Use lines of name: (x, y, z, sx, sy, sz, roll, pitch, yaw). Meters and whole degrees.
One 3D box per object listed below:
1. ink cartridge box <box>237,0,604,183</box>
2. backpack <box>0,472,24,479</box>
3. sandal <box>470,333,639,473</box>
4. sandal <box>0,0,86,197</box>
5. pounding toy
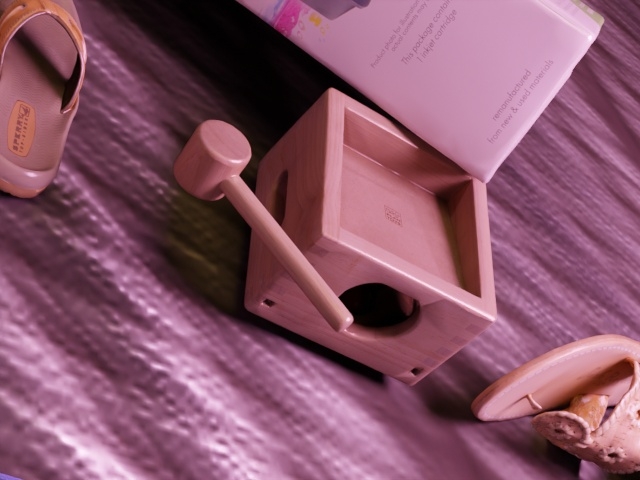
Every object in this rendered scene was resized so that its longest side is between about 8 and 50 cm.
ink cartridge box: (0.017, -0.204, 0.809, 0.353, 0.119, 0.207, 37, 20, 4)
backpack: (-0.125, 0.193, 0.341, 0.276, 0.213, 0.263, 33, 30, -12)
sandal: (0.203, 0.117, 0.792, 0.240, 0.088, 0.079, 0, 51, -49)
sandal: (-0.166, -0.105, 0.673, 0.072, 0.049, 0.180, 20, 46, -30)
pounding toy: (-0.005, 0.004, 0.690, 0.206, 0.094, 0.181, 27, 42, -23)
